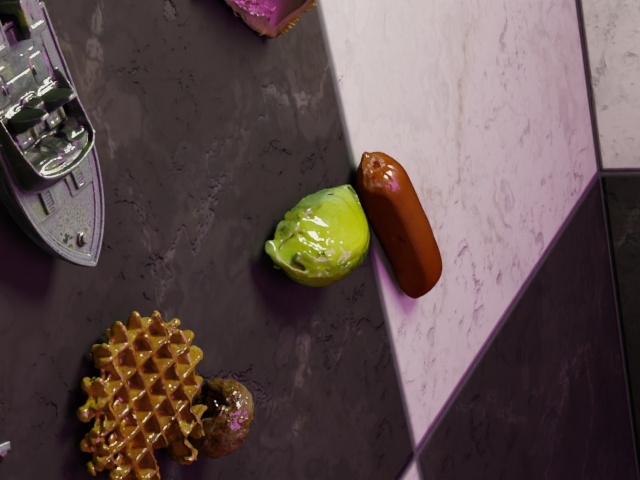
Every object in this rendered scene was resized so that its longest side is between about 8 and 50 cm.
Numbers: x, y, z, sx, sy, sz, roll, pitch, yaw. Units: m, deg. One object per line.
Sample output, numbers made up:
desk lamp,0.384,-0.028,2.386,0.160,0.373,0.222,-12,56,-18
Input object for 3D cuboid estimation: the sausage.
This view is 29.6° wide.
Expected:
sausage,0.146,-0.021,2.124,0.348,0.094,0.097,61,43,-43

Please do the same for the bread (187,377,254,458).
bread,-0.134,0.238,1.641,0.060,0.082,0.113,49,46,-47

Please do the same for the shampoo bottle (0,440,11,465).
shampoo bottle,-0.340,0.365,1.285,0.098,0.071,0.309,-25,110,-55

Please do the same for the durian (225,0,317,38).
durian,-0.084,-0.366,1.716,0.182,0.165,0.132,32,103,-32

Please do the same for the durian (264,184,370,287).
durian,0.000,0.000,1.865,0.139,0.101,0.250,46,40,-4

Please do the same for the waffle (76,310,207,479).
waffle,-0.220,0.202,1.515,0.231,0.051,0.228,35,61,-55

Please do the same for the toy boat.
toy boat,-0.303,-0.106,1.317,0.141,0.092,0.319,-50,134,-46
